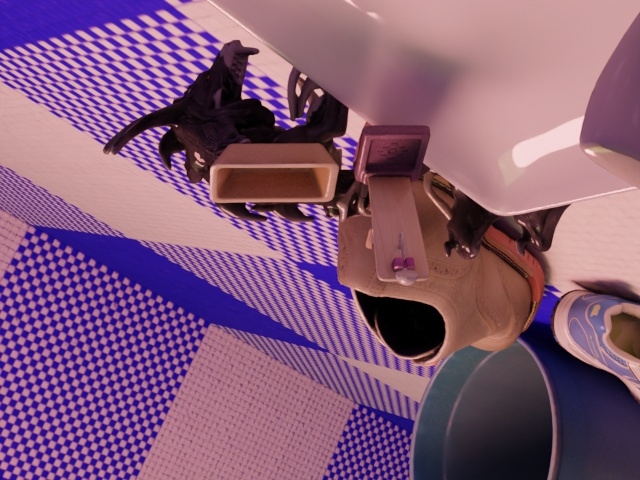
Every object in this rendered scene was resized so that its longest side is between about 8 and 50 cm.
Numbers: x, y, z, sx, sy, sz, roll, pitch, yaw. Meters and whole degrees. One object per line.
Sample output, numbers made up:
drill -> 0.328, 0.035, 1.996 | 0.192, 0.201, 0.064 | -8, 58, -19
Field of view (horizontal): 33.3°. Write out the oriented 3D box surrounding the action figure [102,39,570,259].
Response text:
action figure -> 0.014, -0.071, 0.662 | 0.276, 0.141, 0.164 | 12, 173, -18

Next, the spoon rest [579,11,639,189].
spoon rest -> 0.182, -0.104, 0.278 | 0.137, 0.084, 0.276 | 27, 143, -21

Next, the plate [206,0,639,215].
plate -> 0.094, -0.112, 0.459 | 0.278, 0.045, 0.277 | 32, 154, -30

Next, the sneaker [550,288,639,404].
sneaker -> 0.311, 0.113, 0.969 | 0.211, 0.080, 0.081 | 25, 170, -9

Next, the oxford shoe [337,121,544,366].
oxford shoe -> 0.093, 0.041, 0.928 | 0.140, 0.146, 0.397 | 17, 165, 29

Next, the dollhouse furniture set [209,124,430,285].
dollhouse furniture set -> 0.000, 0.000, 0.557 | 0.114, 0.081, 0.091 | -1, 146, -7

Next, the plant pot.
plant pot -> 0.284, 0.261, 1.262 | 0.255, 0.271, 0.272 | 15, 173, -26
